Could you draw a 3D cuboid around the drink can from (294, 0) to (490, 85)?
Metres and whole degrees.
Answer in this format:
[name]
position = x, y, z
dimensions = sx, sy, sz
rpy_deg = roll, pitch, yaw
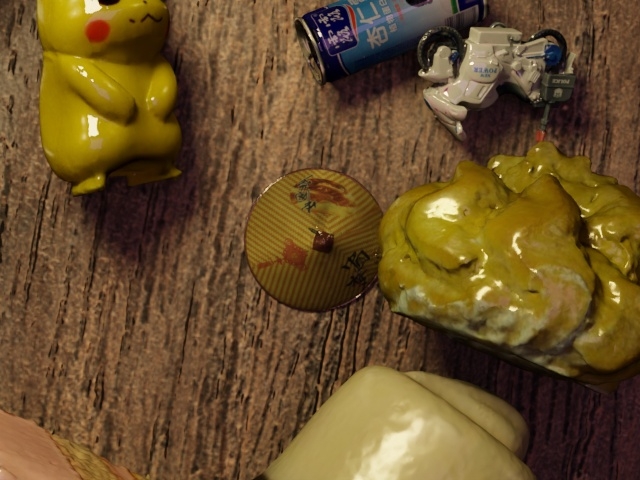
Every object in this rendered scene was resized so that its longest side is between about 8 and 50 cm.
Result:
[drink can]
position = 0.092, -0.285, 1.300
dimensions = 0.235, 0.097, 0.097
rpy_deg = -23, 94, -6

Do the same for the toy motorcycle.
[toy motorcycle]
position = 0.225, -0.204, 1.315
dimensions = 0.221, 0.102, 0.150
rpy_deg = -3, 114, -16

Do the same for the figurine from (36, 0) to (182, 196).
[figurine]
position = -0.252, -0.219, 1.203
dimensions = 0.169, 0.218, 0.327
rpy_deg = 12, 107, 34

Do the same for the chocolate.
[chocolate]
position = 0.100, 0.292, 1.203
dimensions = 0.314, 0.326, 0.297
rpy_deg = 31, 90, 25

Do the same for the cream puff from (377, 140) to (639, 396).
[cream puff]
position = 0.258, 0.014, 1.224
dimensions = 0.378, 0.378, 0.276
rpy_deg = 22, 88, -8

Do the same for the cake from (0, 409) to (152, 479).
[cake]
position = -0.319, 0.386, 1.144
dimensions = 0.306, 0.293, 0.314
rpy_deg = 35, 81, -23

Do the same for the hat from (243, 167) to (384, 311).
[hat]
position = 0.000, 0.000, 1.301
dimensions = 0.193, 0.082, 0.193
rpy_deg = 0, 92, -9
